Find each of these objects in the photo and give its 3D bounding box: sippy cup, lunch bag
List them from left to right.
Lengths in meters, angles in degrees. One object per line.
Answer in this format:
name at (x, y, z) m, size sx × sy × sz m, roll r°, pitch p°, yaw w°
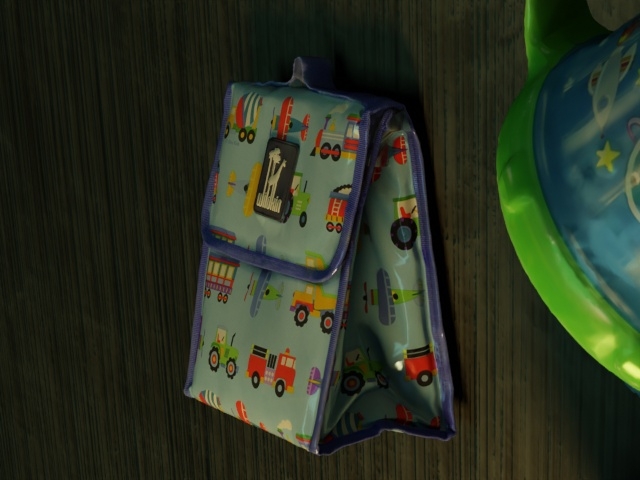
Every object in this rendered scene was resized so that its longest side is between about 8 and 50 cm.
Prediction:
lunch bag at (0.000, 0.000, 1.579) m, size 0.221 × 0.138 × 0.293 m, roll 14°, pitch 105°, yaw 58°
sippy cup at (0.245, -0.057, 1.010) m, size 0.305 × 0.240 × 0.224 m, roll 31°, pitch 139°, yaw -12°

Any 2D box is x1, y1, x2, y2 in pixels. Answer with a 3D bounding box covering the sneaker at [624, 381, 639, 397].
sneaker at (0.209, 0.044, 1.265) m, size 0.188 × 0.067 × 0.078 m, roll 46°, pitch 148°, yaw 44°
